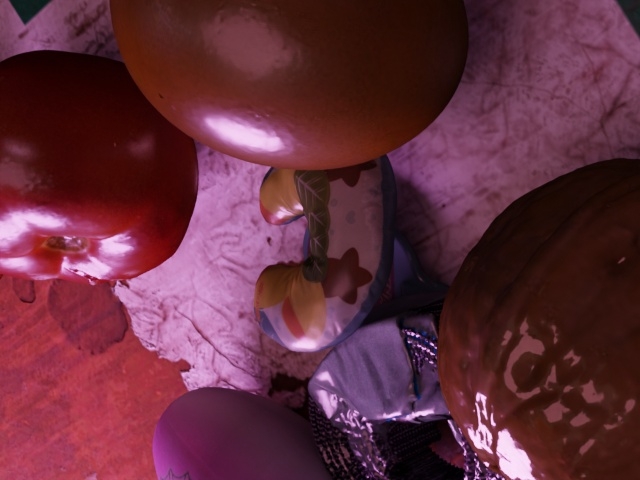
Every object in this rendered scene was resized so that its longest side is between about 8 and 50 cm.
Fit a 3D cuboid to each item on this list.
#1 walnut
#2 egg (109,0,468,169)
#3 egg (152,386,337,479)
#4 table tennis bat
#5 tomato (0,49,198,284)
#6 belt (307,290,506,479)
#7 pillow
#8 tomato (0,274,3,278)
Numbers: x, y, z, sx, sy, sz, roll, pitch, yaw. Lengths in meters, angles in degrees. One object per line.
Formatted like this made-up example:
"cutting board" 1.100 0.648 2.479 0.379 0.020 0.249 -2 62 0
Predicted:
"walnut" 0.261 0.081 1.564 0.333 0.333 0.333 18 122 31
"egg" -0.030 -0.209 1.661 0.351 0.282 0.283 18 122 25
"egg" -0.072 0.276 2.006 0.271 0.196 0.196 43 134 36
"table tennis bat" 0.080 0.044 1.872 0.244 0.040 0.153 21 128 32
"tomato" -0.281 -0.086 1.958 0.298 0.298 0.226 -21 57 43
"belt" 0.114 0.187 1.817 0.325 0.122 0.260 -18 96 58
"pillow" 0.000 0.000 1.819 0.214 0.086 0.233 -18 65 52
"tomato" -0.454 -0.062 2.101 0.143 0.338 0.338 -16 103 12
